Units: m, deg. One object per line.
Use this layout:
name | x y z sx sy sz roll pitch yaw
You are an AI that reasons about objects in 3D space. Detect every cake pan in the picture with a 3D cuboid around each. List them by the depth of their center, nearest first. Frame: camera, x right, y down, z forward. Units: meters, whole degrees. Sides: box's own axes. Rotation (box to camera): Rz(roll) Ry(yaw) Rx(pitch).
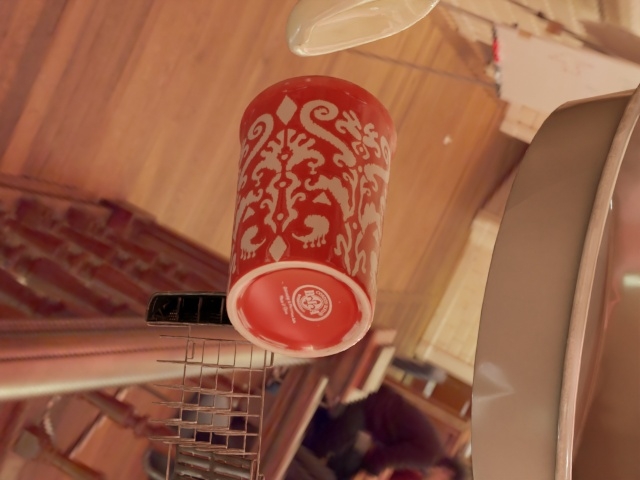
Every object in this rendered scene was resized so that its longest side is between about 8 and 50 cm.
cake pan | 0.152 0.050 0.570 0.293 0.054 0.293 -26 120 -58

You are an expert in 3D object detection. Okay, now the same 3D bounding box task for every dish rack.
dish rack | -0.144 0.200 1.278 0.074 0.208 0.271 8 83 -37

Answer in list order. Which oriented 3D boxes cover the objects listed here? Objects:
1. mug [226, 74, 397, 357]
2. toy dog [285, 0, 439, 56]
mug | 0.006 -0.006 0.697 0.113 0.150 0.169 -32 -146 31
toy dog | 0.068 -0.413 0.839 0.395 0.408 0.284 -22 174 -42
